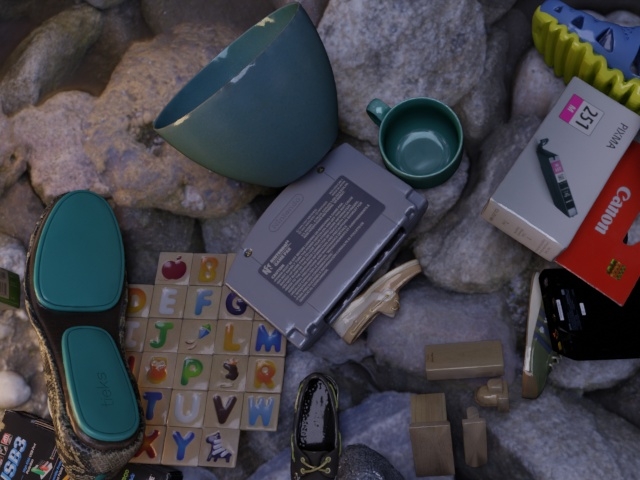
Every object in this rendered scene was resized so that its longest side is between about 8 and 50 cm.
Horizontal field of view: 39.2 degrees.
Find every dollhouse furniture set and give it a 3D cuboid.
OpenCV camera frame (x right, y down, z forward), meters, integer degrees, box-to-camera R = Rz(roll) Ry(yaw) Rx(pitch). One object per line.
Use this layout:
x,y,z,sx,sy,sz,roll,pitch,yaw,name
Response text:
0.207,0.250,1.339,0.144,0.123,0.151,-5,41,8,dollhouse furniture set

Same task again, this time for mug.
0.154,-0.158,1.407,0.129,0.097,0.158,-18,74,5,mug

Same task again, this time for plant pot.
-0.084,-0.198,1.387,0.290,0.290,0.195,-43,110,-3,plant pot

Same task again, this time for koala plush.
0.126,0.388,1.229,0.221,0.196,0.203,5,85,3,koala plush

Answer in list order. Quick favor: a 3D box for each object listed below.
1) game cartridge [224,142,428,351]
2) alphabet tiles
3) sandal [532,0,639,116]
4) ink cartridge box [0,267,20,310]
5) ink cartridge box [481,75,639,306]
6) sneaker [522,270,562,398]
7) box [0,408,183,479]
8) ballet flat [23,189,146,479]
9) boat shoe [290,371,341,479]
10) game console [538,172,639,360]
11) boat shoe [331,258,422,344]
0.000,0.000,1.386,0.198,0.062,0.297,38,83,31,game cartridge
-0.193,0.176,1.394,0.285,0.011,0.343,1,65,10,alphabet tiles
0.470,-0.276,1.379,0.317,0.126,0.138,36,84,6,sandal
-0.613,0.087,1.465,0.209,0.109,0.062,-8,75,8,ink cartridge box
0.403,-0.077,1.313,0.239,0.060,0.275,34,65,9,ink cartridge box
0.346,0.141,1.322,0.086,0.064,0.192,5,75,15,sneaker
-0.398,0.443,1.366,0.293,0.073,0.296,16,78,14,box
-0.374,0.149,1.369,0.164,0.182,0.483,7,48,-31,ballet flat
-0.009,0.311,1.337,0.081,0.069,0.228,-3,76,8,boat shoe
0.421,0.001,1.335,0.213,0.044,0.361,0,66,-9,game console
0.094,0.096,1.379,0.170,0.063,0.059,-38,77,8,boat shoe
